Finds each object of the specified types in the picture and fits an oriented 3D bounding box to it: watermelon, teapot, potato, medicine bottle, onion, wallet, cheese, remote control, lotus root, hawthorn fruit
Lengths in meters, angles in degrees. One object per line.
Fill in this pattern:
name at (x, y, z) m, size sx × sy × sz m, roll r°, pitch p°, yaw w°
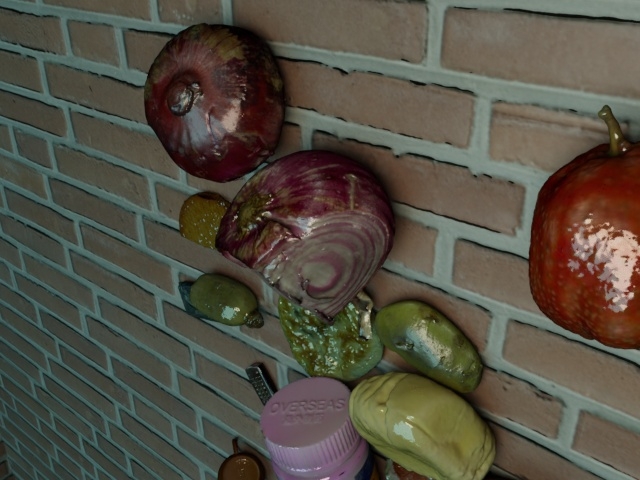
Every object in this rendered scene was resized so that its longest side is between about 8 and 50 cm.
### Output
watermelon at (0.189, 0.448, 1.087) m, size 0.187 × 0.071 × 0.139 m, roll 36°, pitch 127°, yaw 22°
teapot at (-0.188, 0.556, 1.451) m, size 0.116 × 0.116 × 0.173 m, roll -45°, pitch 53°, yaw 44°
potato at (0.168, 0.162, 0.944) m, size 0.188 × 0.085 × 0.105 m, roll 39°, pitch 138°, yaw 12°
medicine bottle at (0.010, 0.408, 1.111) m, size 0.178 × 0.178 × 0.290 m, roll 9°, pitch 127°, yaw 38°
onion at (-0.016, -0.021, 0.918) m, size 0.256 × 0.272 × 0.230 m, roll 31°, pitch 90°, yaw 28°
onion at (-0.167, -0.216, 0.965) m, size 0.247 × 0.190 × 0.246 m, roll 4°, pitch 99°, yaw 30°
wallet at (-0.260, 0.134, 1.340) m, size 0.129 × 0.026 × 0.088 m, roll 5°, pitch 115°, yaw 39°
cheese at (0.155, 0.304, 0.976) m, size 0.226 × 0.117 × 0.214 m, roll 46°, pitch 152°, yaw -20°
remote control at (-0.095, 0.358, 1.313) m, size 0.059 × 0.028 × 0.212 m, roll -26°, pitch 93°, yaw 49°
lotus root at (-0.187, 0.121, 1.223) m, size 0.183 × 0.077 × 0.090 m, roll 24°, pitch 83°, yaw 34°
hawthorn fruit at (0.318, -0.015, 0.642) m, size 0.205 × 0.205 × 0.253 m, roll 8°, pitch 111°, yaw 39°

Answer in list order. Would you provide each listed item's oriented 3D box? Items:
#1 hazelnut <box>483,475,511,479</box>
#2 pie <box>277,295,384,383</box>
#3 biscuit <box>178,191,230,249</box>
hazelnut at (0.275, 0.472, 0.937) m, size 0.230 × 0.230 × 0.229 m, roll 20°, pitch 123°, yaw 33°
pie at (0.014, 0.153, 1.093) m, size 0.241 × 0.054 × 0.240 m, roll 18°, pitch 121°, yaw 33°
biscuit at (-0.207, -0.035, 1.207) m, size 0.206 × 0.025 × 0.125 m, roll 17°, pitch 122°, yaw 33°
